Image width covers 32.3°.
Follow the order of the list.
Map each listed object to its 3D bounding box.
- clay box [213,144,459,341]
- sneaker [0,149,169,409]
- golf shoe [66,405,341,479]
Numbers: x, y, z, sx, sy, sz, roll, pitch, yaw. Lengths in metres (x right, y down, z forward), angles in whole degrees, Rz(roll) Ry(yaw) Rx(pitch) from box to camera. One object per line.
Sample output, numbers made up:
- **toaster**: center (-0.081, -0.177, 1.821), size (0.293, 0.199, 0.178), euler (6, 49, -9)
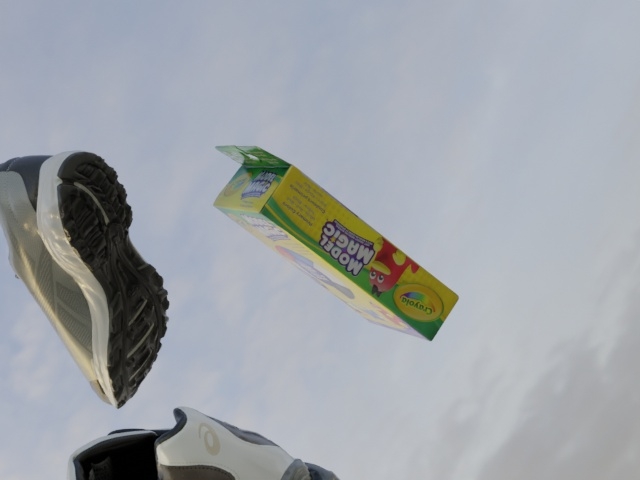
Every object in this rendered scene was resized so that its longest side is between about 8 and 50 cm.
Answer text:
- **clay box**: center (0.000, 0.000, 0.947), size (0.222, 0.127, 0.053), euler (36, -100, -20)
- **sneaker**: center (-0.212, 0.035, 0.978), size (0.100, 0.108, 0.271), euler (-56, -36, -45)
- **golf shoe**: center (-0.080, 0.120, 0.481), size (0.198, 0.094, 0.077), euler (-33, 23, 38)
